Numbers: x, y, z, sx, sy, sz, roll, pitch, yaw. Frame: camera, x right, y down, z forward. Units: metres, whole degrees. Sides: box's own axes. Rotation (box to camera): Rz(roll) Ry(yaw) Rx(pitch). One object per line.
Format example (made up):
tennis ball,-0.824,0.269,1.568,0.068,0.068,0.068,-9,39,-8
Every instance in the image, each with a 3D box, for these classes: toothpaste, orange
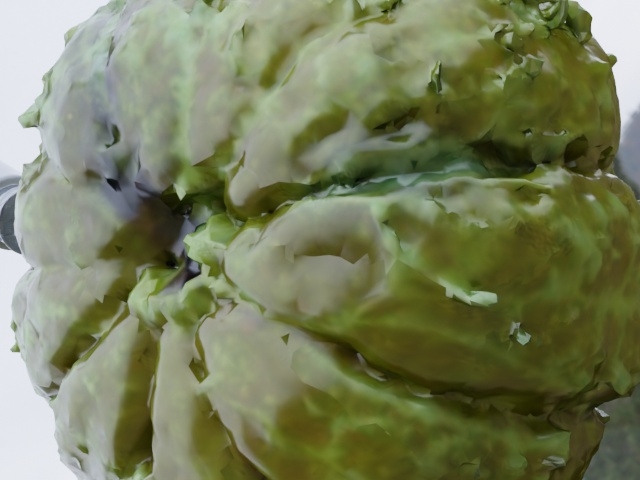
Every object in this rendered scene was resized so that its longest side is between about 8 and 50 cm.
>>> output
toothpaste,-0.342,-0.043,1.425,0.073,0.299,0.114,-1,-79,-30
orange,0.000,0.000,0.613,0.300,0.301,0.223,-16,-9,29

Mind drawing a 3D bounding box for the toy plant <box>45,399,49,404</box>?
toy plant,-0.086,0.084,1.120,0.247,0.247,0.332,78,-149,-71
